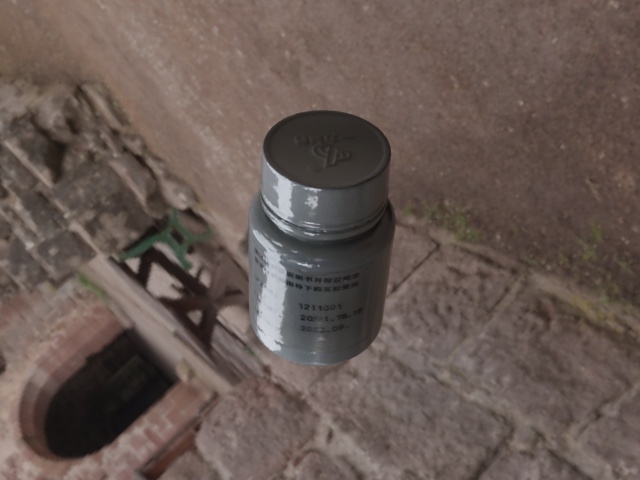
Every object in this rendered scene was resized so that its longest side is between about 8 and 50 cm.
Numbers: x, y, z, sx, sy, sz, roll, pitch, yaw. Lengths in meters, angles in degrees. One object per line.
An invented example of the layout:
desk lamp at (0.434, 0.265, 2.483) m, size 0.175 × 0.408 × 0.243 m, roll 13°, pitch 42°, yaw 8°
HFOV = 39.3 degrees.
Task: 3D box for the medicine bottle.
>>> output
medicine bottle at (0.000, 0.000, 0.491) m, size 0.080 × 0.080 × 0.130 m, roll 37°, pitch 142°, yaw 31°
